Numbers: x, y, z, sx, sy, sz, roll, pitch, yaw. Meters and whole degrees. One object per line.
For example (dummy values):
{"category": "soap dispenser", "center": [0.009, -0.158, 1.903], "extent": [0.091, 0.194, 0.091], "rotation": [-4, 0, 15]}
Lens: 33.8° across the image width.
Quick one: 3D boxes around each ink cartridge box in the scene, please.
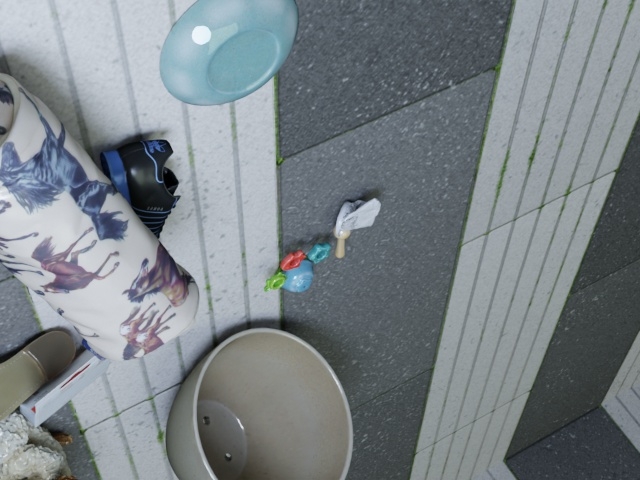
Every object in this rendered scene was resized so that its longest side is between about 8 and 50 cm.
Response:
{"category": "ink cartridge box", "center": [-0.376, 0.202, 1.550], "extent": [0.145, 0.045, 0.179], "rotation": [-40, 172, -24]}

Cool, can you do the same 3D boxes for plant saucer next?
{"category": "plant saucer", "center": [-0.103, -0.230, 1.299], "extent": [0.195, 0.037, 0.195], "rotation": [-26, 150, -17]}

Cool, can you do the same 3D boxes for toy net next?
{"category": "toy net", "center": [0.000, 0.000, 1.734], "extent": [0.232, 0.045, 0.122], "rotation": [-47, 147, 17]}

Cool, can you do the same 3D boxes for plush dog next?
{"category": "plush dog", "center": [-0.454, 0.408, 1.669], "extent": [0.211, 0.225, 0.262], "rotation": [3, 133, -47]}

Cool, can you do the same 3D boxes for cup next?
{"category": "cup", "center": [-0.142, 0.343, 1.861], "extent": [0.331, 0.331, 0.237], "rotation": [-6, 166, -41]}

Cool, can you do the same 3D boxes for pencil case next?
{"category": "pencil case", "center": [-0.307, -0.017, 1.204], "extent": [0.410, 0.184, 0.160], "rotation": [56, 47, -48]}

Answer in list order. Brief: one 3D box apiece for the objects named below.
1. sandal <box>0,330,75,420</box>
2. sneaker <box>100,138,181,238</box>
{"category": "sandal", "center": [-0.469, 0.213, 1.526], "extent": [0.240, 0.088, 0.079], "rotation": [-32, -176, -30]}
{"category": "sneaker", "center": [-0.230, -0.040, 1.397], "extent": [0.090, 0.081, 0.232], "rotation": [-17, 145, -16]}
